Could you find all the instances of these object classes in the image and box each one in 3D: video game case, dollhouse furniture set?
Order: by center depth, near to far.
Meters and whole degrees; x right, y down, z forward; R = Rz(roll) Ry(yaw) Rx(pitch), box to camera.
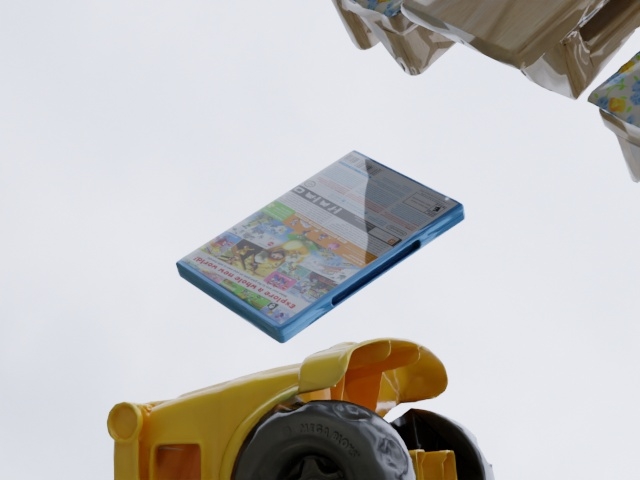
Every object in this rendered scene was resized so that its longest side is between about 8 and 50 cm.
[{"bbox_3d":[0.215,-0.280,0.975,0.362,0.394,0.256,34,-20,46],"label":"dollhouse furniture set"},{"bbox_3d":[0.000,0.000,1.031,0.119,0.166,0.015,30,-36,43],"label":"video game case"}]

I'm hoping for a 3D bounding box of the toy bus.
[{"bbox_3d":[-0.032,0.168,0.698,0.211,0.149,0.220,-11,-102,20],"label":"toy bus"}]
